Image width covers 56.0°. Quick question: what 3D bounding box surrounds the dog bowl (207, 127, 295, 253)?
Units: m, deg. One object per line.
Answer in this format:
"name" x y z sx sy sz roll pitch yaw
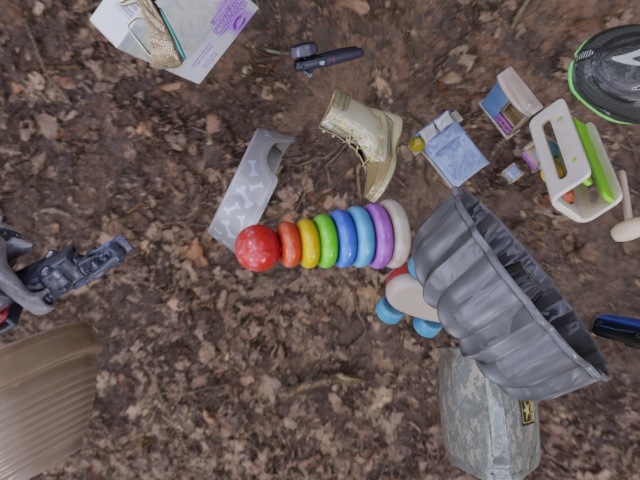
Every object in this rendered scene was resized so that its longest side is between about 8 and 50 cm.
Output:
"dog bowl" -0.186 -0.136 1.576 0.102 0.349 0.348 25 102 -9

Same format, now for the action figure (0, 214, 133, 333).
"action figure" -0.430 0.049 0.755 0.341 0.330 0.178 -27 115 2

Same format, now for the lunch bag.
"lunch bag" 0.320 0.313 1.144 0.169 0.287 0.235 -3 80 4

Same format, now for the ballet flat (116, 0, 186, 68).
"ballet flat" -0.285 -0.371 0.963 0.067 0.073 0.206 -22 97 -3

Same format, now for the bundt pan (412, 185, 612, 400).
"bundt pan" 0.250 0.084 0.853 0.124 0.331 0.331 -40 95 21

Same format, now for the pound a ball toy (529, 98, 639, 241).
"pound a ball toy" 0.601 -0.145 1.391 0.208 0.319 0.136 27 134 -25

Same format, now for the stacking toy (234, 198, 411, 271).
"stacking toy" 0.000 0.000 1.165 0.331 0.141 0.141 -6 101 -16

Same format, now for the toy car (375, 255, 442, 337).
"toy car" 0.270 0.081 1.545 0.210 0.238 0.219 20 132 -9

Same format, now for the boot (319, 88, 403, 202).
"boot" 0.088 -0.235 1.479 0.204 0.095 0.261 22 65 -17

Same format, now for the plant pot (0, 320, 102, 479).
"plant pot" -0.304 0.181 0.569 0.237 0.237 0.109 -32 86 10

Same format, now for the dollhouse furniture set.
"dollhouse furniture set" 0.432 -0.253 1.615 0.303 0.198 0.286 -35 83 -3

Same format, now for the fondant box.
"fondant box" -0.302 -0.495 1.312 0.096 0.330 0.238 45 104 11

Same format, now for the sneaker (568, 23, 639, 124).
"sneaker" 0.662 -0.259 0.990 0.483 0.202 0.185 14 94 8

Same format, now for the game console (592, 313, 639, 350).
"game console" 0.379 0.187 0.472 0.293 0.250 0.173 19 88 2

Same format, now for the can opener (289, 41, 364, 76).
"can opener" 0.018 -0.435 1.432 0.186 0.059 0.073 -12 130 -18
